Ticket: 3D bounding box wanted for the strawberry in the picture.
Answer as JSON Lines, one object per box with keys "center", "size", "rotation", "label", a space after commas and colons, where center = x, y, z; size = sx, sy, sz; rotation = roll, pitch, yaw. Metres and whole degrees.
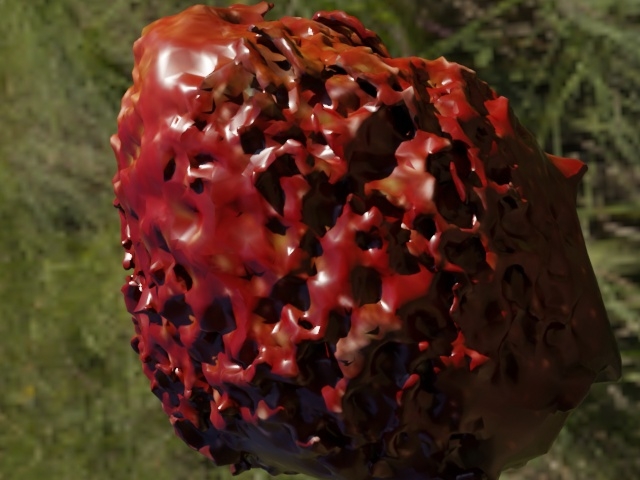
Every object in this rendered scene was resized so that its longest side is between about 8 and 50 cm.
{"center": [0.000, 0.000, 0.663], "size": [0.201, 0.184, 0.187], "rotation": [51, -157, -34], "label": "strawberry"}
